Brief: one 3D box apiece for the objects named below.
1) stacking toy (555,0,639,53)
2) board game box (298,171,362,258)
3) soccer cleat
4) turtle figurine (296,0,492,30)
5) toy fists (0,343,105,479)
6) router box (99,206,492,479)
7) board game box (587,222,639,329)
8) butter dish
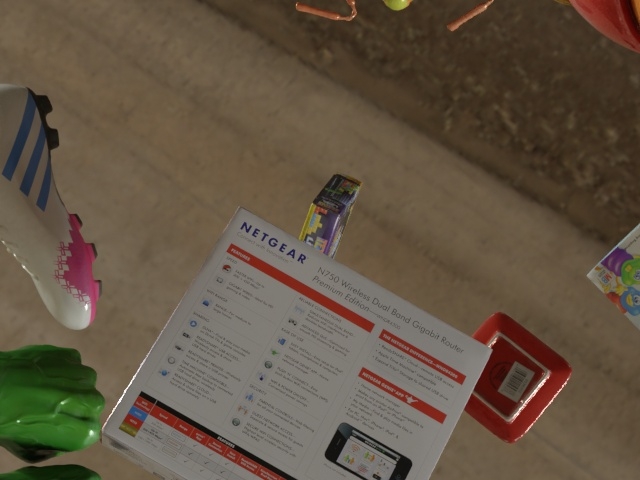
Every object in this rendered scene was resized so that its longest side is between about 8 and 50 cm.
[{"bbox_3d":[0.264,-0.313,1.098,0.480,0.350,0.350,24,153,37],"label":"stacking toy"},{"bbox_3d":[0.000,0.000,1.844,0.048,0.141,0.170,23,117,5],"label":"board game box"},{"bbox_3d":[-0.387,-0.035,1.578,0.116,0.143,0.331,-21,85,54],"label":"soccer cleat"},{"bbox_3d":[0.097,-0.379,1.595,0.270,0.217,0.087,0,160,25],"label":"turtle figurine"},{"bbox_3d":[-0.323,0.254,1.437,0.142,0.279,0.096,5,151,-20],"label":"toy fists"},{"bbox_3d":[-0.023,0.174,1.381,0.336,0.301,0.082,30,159,2],"label":"router box"},{"bbox_3d":[0.489,0.015,1.655,0.142,0.275,0.144,47,121,9],"label":"board game box"},{"bbox_3d":[0.292,0.222,1.964,0.160,0.160,0.118,39,175,17],"label":"butter dish"}]
